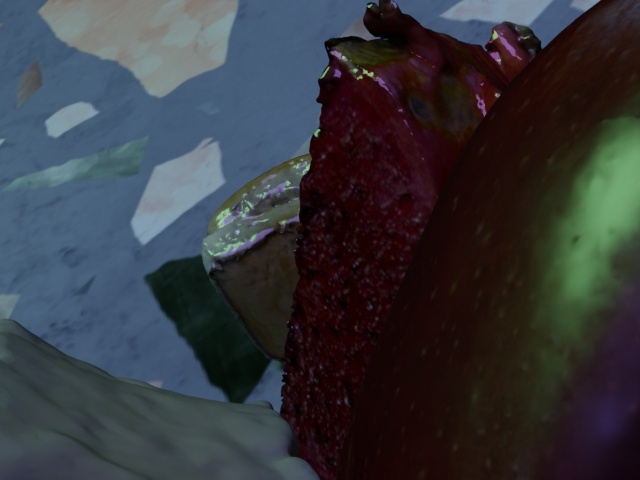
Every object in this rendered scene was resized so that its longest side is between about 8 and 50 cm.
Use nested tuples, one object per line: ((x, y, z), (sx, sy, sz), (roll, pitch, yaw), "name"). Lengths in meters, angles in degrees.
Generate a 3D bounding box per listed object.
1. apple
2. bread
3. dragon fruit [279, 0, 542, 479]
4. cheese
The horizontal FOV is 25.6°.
((0.159, 0.053, 0.501), (0.288, 0.288, 0.317), (22, 76, 49), "apple")
((-0.001, 0.001, 0.832), (0.125, 0.106, 0.082), (-27, 37, 7), "bread")
((0.081, 0.014, 0.687), (0.161, 0.274, 0.126), (-23, 44, -37), "dragon fruit")
((-0.106, 0.199, 0.520), (0.292, 0.153, 0.332), (153, 131, -69), "cheese")
